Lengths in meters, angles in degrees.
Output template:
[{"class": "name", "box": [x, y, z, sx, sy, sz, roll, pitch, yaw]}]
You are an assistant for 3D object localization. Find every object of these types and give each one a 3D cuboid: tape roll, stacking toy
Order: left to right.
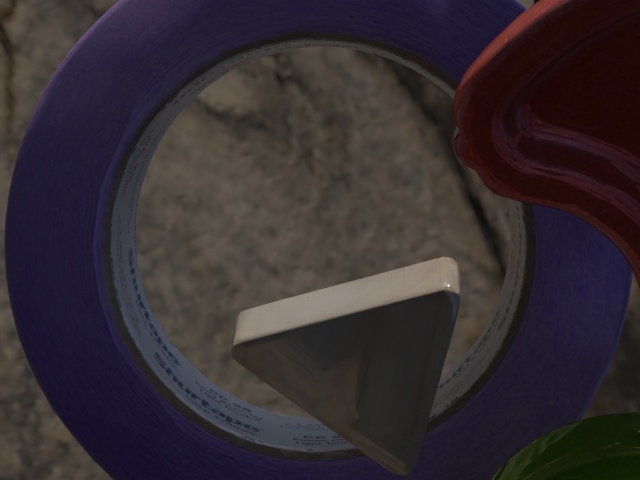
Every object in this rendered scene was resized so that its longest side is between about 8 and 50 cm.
[{"class": "tape roll", "box": [0.000, 0.000, 0.818, 0.090, 0.275, 0.275, -70, 137, -85]}, {"class": "stacking toy", "box": [0.144, 0.019, 0.685, 0.309, 0.279, 0.130, 47, 24, -22]}]
